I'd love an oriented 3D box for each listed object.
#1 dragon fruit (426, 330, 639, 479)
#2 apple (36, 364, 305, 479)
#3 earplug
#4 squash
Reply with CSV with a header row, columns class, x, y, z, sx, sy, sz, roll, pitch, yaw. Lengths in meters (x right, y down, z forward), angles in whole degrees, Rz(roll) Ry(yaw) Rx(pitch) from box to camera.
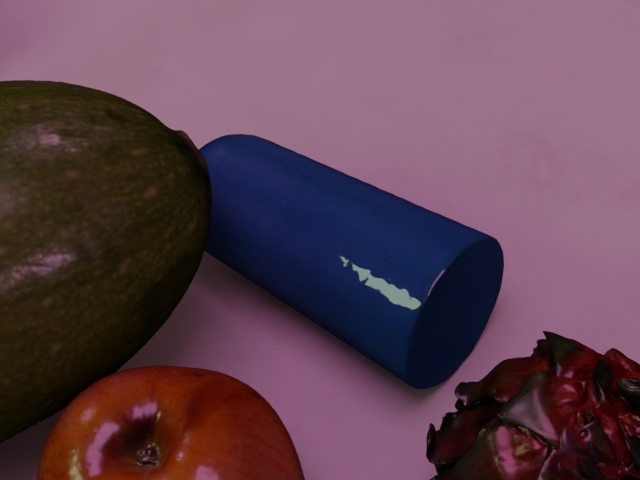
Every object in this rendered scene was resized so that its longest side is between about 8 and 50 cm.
class,x,y,z,sx,sy,sz,roll,pitch,yaw
dragon fruit,0.175,0.154,1.421,0.189,0.182,0.182,19,57,39
apple,-0.109,0.188,1.431,0.209,0.164,0.209,-4,54,6
earplug,0.000,0.000,1.581,0.273,0.132,0.132,28,62,27
squash,-0.230,0.024,1.496,0.309,0.310,0.310,-10,54,-11
